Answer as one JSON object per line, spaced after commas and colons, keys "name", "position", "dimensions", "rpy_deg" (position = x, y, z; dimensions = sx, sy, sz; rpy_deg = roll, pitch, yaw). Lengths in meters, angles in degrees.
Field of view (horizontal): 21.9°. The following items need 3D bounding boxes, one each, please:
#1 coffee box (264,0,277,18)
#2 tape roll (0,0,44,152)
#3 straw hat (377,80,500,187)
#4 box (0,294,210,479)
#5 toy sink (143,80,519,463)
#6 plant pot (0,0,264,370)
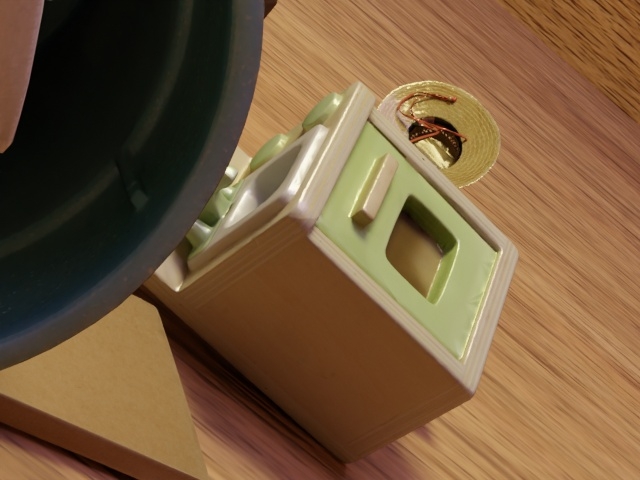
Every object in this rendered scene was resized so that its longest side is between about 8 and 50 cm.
{"name": "coffee box", "position": [-0.116, -0.319, 1.725], "dimensions": [0.141, 0.098, 0.246], "rpy_deg": [35, 19, -21]}
{"name": "tape roll", "position": [-0.269, -0.111, 0.467], "dimensions": [0.392, 0.392, 0.072], "rpy_deg": [34, 19, -25]}
{"name": "straw hat", "position": [0.120, -0.095, 1.756], "dimensions": [0.144, 0.144, 0.061], "rpy_deg": [51, -22, 25]}
{"name": "box", "position": [-0.158, 0.053, 0.912], "dimensions": [0.201, 0.021, 0.164], "rpy_deg": [30, 21, -34]}
{"name": "toy sink", "position": [0.000, 0.000, 1.076], "dimensions": [0.234, 0.131, 0.153], "rpy_deg": [44, 39, -15]}
{"name": "plant pot", "position": [-0.218, -0.147, 0.810], "dimensions": [0.341, 0.341, 0.334], "rpy_deg": [36, 10, -20]}
